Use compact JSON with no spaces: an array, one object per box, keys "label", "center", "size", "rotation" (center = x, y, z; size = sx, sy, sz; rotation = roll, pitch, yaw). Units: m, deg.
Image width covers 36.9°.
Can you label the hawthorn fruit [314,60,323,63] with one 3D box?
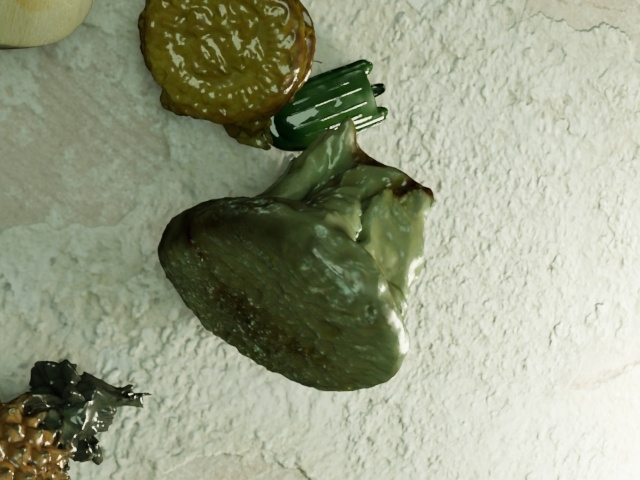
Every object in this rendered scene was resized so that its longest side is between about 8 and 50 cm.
[{"label":"hawthorn fruit","center":[-0.039,-0.265,1.395],"size":[0.066,0.103,0.067],"rotation":[-13,104,-62]}]

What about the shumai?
[{"label":"shumai","center":[0.000,0.000,1.304],"size":[0.324,0.397,0.323],"rotation":[51,58,-20]}]

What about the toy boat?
[{"label":"toy boat","center":[0.008,-0.198,1.442],"size":[0.210,0.052,0.104],"rotation":[-24,104,-18]}]

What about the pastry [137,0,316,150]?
[{"label":"pastry","center":[-0.132,-0.266,1.307],"size":[0.240,0.132,0.235],"rotation":[27,99,0]}]

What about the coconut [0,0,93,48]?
[{"label":"coconut","center":[-0.391,-0.346,1.172],"size":[0.237,0.266,0.238],"rotation":[13,52,-17]}]

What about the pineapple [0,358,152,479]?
[{"label":"pineapple","center":[-0.387,0.267,1.246],"size":[0.357,0.222,0.223],"rotation":[-39,107,-34]}]
